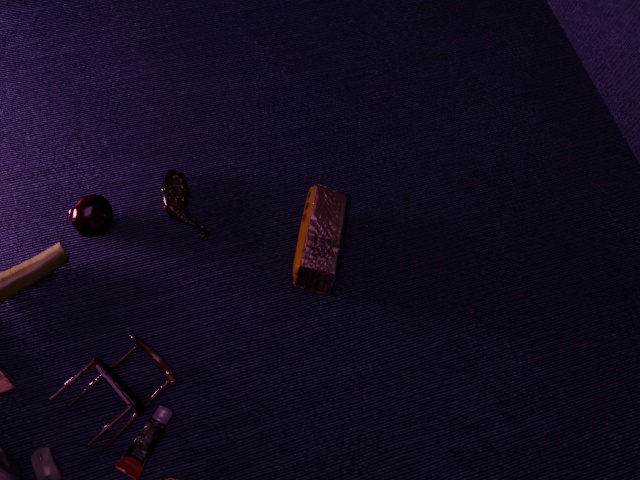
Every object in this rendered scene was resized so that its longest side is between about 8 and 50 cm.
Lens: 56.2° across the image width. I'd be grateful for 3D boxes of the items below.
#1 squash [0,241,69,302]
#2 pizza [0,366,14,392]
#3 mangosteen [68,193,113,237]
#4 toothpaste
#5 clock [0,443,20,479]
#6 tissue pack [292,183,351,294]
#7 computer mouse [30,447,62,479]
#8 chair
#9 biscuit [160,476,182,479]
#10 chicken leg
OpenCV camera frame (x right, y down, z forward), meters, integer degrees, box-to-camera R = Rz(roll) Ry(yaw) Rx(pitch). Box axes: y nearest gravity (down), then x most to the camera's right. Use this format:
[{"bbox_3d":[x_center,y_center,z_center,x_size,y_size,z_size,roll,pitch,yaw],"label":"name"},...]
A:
[{"bbox_3d":[-0.835,0.096,1.704,0.250,0.083,0.083,-33,74,-17],"label":"squash"},{"bbox_3d":[-0.877,0.390,1.610,0.108,0.026,0.123,16,64,-2],"label":"pizza"},{"bbox_3d":[-0.689,-0.075,1.778,0.140,0.140,0.140,2,67,-5],"label":"mangosteen"},{"bbox_3d":[-0.460,0.533,1.586,0.071,0.045,0.193,31,74,7],"label":"toothpaste"},{"bbox_3d":[-0.832,0.524,1.449,0.230,0.230,0.083,42,65,12],"label":"clock"},{"bbox_3d":[0.000,0.000,1.769,0.134,0.192,0.271,12,66,-2],"label":"tissue pack"},{"bbox_3d":[-0.711,0.583,1.543,0.056,0.032,0.110,-28,73,-16],"label":"computer mouse"},{"bbox_3d":[-0.531,0.387,1.569,0.188,0.166,0.272,43,70,12],"label":"chair"},{"bbox_3d":[-0.390,0.674,1.546,0.120,0.015,0.120,2,68,-5],"label":"biscuit"},{"bbox_3d":[-0.427,-0.107,1.850,0.106,0.051,0.253,-24,75,-20],"label":"chicken leg"}]
